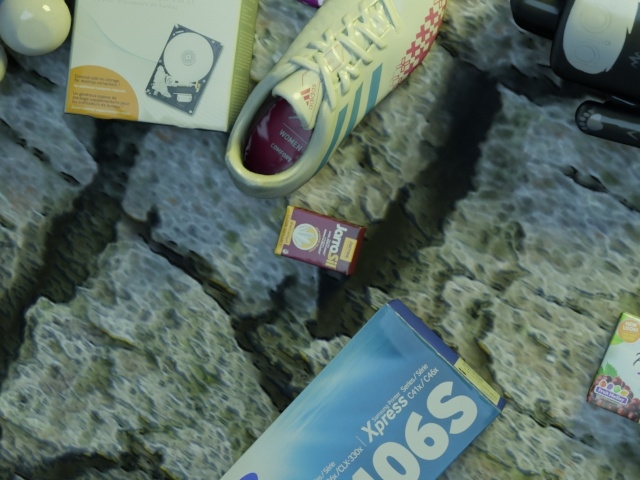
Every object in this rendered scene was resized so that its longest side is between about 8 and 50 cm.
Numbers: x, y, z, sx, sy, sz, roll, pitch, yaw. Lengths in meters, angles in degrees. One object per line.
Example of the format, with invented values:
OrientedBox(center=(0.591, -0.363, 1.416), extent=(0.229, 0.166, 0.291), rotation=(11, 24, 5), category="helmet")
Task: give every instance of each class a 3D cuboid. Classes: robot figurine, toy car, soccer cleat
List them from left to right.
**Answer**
OrientedBox(center=(-0.351, -0.252, 1.622), extent=(0.182, 0.159, 0.136), rotation=(-30, 123, 10), category="toy car")
OrientedBox(center=(0.021, -0.176, 1.577), extent=(0.116, 0.143, 0.331), rotation=(37, 97, 7), category="soccer cleat")
OrientedBox(center=(0.328, -0.215, 1.508), extent=(0.278, 0.173, 0.209), rotation=(19, 130, 10), category="robot figurine")

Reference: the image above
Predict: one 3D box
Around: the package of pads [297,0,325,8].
OrientedBox(center=(-0.003, -0.289, 1.634), extent=(0.050, 0.032, 0.083), rotation=(20, 95, 12), category="package of pads")

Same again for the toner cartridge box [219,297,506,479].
OrientedBox(center=(0.016, 0.241, 1.626), extent=(0.165, 0.075, 0.348), rotation=(43, 99, 8), category="toner cartridge box")

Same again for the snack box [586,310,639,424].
OrientedBox(center=(0.355, 0.144, 1.579), extent=(0.141, 0.037, 0.100), rotation=(22, 94, 9), category="snack box")

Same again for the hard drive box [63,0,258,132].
OrientedBox(center=(-0.163, -0.237, 1.637), extent=(0.181, 0.089, 0.232), rotation=(6, 93, 10), category="hard drive box")

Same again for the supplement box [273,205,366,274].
OrientedBox(center=(0.000, 0.000, 1.637), extent=(0.083, 0.043, 0.055), rotation=(16, 93, 9), category="supplement box")
